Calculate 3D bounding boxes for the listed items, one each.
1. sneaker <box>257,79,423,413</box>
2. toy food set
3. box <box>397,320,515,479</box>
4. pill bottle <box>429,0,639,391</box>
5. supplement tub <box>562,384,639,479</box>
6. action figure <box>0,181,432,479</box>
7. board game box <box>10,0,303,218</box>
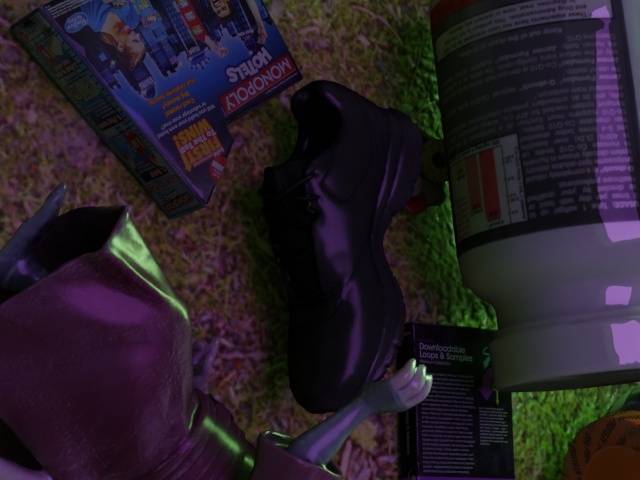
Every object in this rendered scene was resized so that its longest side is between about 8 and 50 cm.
[{"bbox_3d":[0.000,0.000,1.213,0.130,0.109,0.286,31,54,-41],"label":"sneaker"},{"bbox_3d":[0.084,-0.066,1.348,0.083,0.020,0.083,34,62,-25],"label":"toy food set"},{"bbox_3d":[0.121,0.156,1.320,0.116,0.029,0.162,8,76,-35],"label":"box"},{"bbox_3d":[0.215,-0.058,1.305,0.210,0.210,0.363,2,77,-35],"label":"pill bottle"},{"bbox_3d":[0.389,0.209,1.399,0.316,0.193,0.194,-8,84,-37],"label":"supplement tub"},{"bbox_3d":[-0.106,0.149,1.024,0.370,0.248,0.276,46,58,-15],"label":"action figure"},{"bbox_3d":[-0.116,-0.128,1.195,0.194,0.060,0.194,-33,101,-36],"label":"board game box"}]
